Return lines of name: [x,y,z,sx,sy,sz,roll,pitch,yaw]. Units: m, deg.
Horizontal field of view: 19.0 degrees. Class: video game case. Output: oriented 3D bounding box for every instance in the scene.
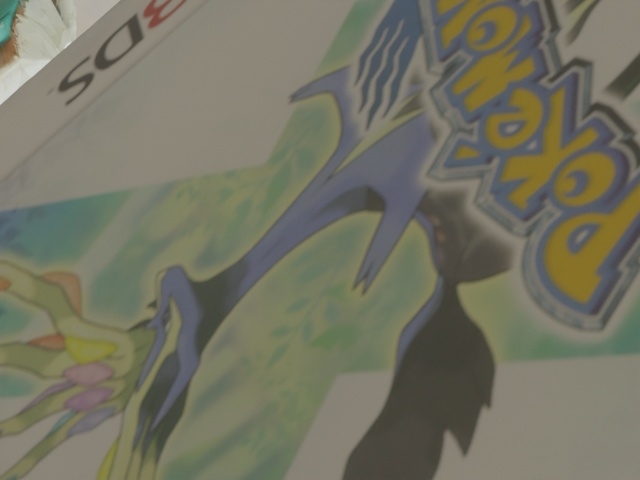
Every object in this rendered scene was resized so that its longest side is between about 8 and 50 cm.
video game case: [0.000,0.000,0.569,0.300,0.329,0.036,-39,130,16]

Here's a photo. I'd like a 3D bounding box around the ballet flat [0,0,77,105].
ballet flat: [-0.239,-0.043,1.052,0.409,0.147,0.147,-12,-175,45]
